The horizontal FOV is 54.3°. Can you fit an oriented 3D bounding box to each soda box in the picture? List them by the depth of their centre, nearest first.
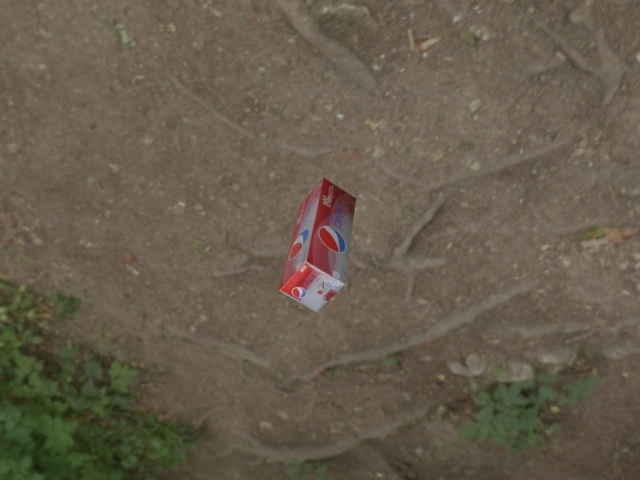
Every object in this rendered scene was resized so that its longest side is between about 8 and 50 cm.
[{"bbox_3d":[0.000,0.000,1.148,0.083,0.263,0.092,31,125,-16],"label":"soda box"}]
